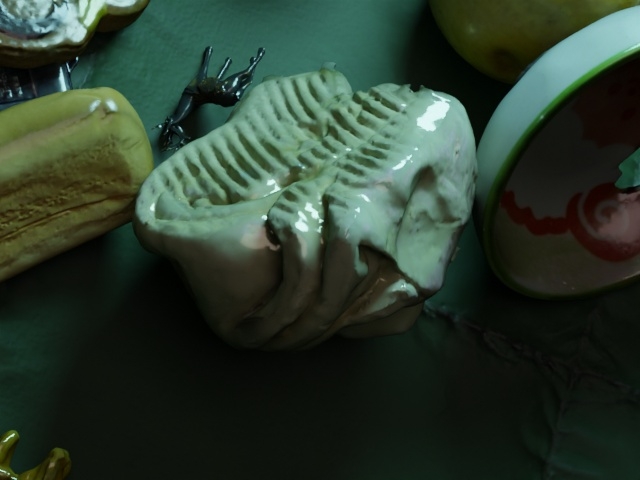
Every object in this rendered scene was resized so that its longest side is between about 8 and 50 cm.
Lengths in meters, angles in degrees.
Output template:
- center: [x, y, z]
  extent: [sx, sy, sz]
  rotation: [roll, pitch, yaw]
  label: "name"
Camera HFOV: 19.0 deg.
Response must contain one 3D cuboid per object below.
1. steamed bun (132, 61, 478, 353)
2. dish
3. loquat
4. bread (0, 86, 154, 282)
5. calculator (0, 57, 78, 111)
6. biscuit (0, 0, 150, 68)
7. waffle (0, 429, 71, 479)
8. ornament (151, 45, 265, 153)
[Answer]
- center: [0.000, 0.000, 1.625]
  extent: [0.280, 0.268, 0.207]
  rotation: [-50, 130, -40]
  label: "steamed bun"
- center: [0.261, -0.102, 1.710]
  extent: [0.324, 0.324, 0.124]
  rotation: [-16, 52, -19]
  label: "dish"
- center: [0.196, -0.247, 1.777]
  extent: [0.213, 0.213, 0.213]
  rotation: [4, 73, -14]
  label: "loquat"
- center: [-0.250, -0.050, 1.628]
  extent: [0.217, 0.147, 0.098]
  rotation: [-21, 38, -19]
  label: "bread"
- center: [-0.339, -0.137, 1.676]
  extent: [0.268, 0.040, 0.177]
  rotation: [-14, 79, -24]
  label: "calculator"
- center: [-0.285, -0.247, 1.693]
  extent: [0.290, 0.041, 0.208]
  rotation: [-6, 64, -25]
  label: "biscuit"
- center: [-0.304, 0.285, 1.547]
  extent: [0.293, 0.069, 0.260]
  rotation: [-18, 77, -17]
  label: "waffle"
- center: [-0.103, -0.125, 1.721]
  extent: [0.125, 0.073, 0.028]
  rotation: [-57, 134, -28]
  label: "ornament"
